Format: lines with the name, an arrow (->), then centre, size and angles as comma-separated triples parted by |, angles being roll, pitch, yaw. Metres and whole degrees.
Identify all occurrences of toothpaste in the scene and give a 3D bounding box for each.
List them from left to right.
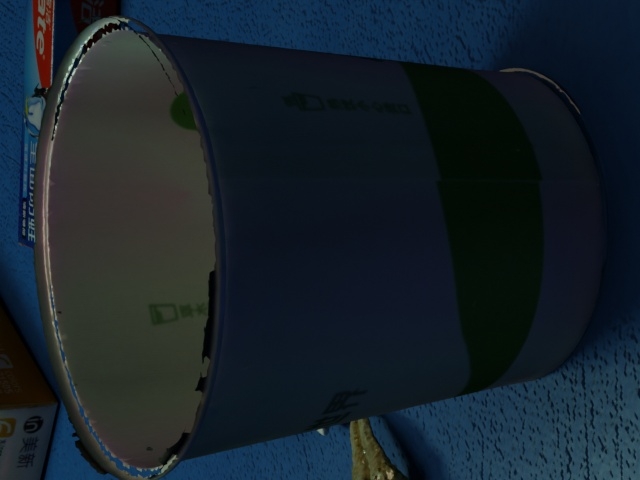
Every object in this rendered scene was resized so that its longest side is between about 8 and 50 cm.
toothpaste -> -0.223, -0.148, 1.661 | 0.076, 0.066, 0.321 | 16, 105, 60

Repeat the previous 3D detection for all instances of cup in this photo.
cup -> 0.000, 0.000, 1.052 | 0.253, 0.274, 0.253 | 10, 101, 62

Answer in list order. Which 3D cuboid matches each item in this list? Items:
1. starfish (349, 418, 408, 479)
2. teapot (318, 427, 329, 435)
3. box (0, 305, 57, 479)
starfish -> 0.045, 0.227, 1.209 | 0.247, 0.050, 0.138 | -119, 37, -45
teapot -> -0.093, 0.033, 1.364 | 0.204, 0.139, 0.298 | 74, 174, -61
box -> -0.366, 0.177, 1.903 | 0.274, 0.091, 0.221 | 48, 131, 49
